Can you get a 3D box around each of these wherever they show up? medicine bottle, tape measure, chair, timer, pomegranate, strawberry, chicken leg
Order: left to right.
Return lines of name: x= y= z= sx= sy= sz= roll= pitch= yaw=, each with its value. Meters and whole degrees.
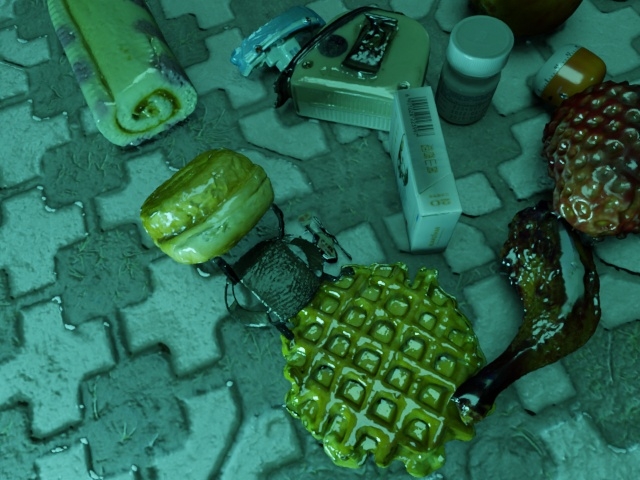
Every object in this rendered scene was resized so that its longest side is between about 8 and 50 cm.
chair: x=-0.070 y=0.052 z=0.700 sx=0.149 sy=0.213 sz=0.174 roll=44 pitch=75 yaw=-3
tape measure: x=0.067 y=-0.343 z=0.877 sx=0.271 sy=0.133 sz=0.231 roll=11 pitch=69 yaw=11
medicine bottle: x=0.265 y=-0.295 z=0.818 sx=0.105 sy=0.168 sz=0.104 roll=-1 pitch=67 yaw=3
chicken leg: x=0.315 y=0.092 z=0.666 sx=0.158 sy=0.095 sz=0.407 roll=27 pitch=62 yaw=15
pomegranate: x=0.409 y=-0.528 z=0.861 sx=0.271 sy=0.252 sz=0.229 roll=-35 pitch=50 yaw=11
timer: x=0.464 y=-0.288 z=0.842 sx=0.136 sy=0.099 sz=0.136 roll=2 pitch=70 yaw=-5
strawberry: x=0.465 y=-0.148 z=0.718 sx=0.280 sy=0.150 sz=0.253 roll=-15 pitch=59 yaw=-24

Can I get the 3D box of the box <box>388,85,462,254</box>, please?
box: x=0.164 y=-0.111 z=0.758 sx=0.067 sy=0.149 sz=0.233 roll=-8 pitch=67 yaw=4

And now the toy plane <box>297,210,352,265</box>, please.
toy plane: x=0.000 y=0.000 z=0.788 sx=0.049 sy=0.031 sz=0.120 roll=-37 pitch=72 yaw=-17

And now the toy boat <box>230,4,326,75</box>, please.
toy boat: x=-0.074 y=-0.393 z=0.943 sx=0.215 sy=0.088 sz=0.102 roll=-41 pitch=104 yaw=-13

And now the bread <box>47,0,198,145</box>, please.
bread: x=-0.388 y=-0.362 z=0.902 sx=0.187 sy=0.155 sz=0.338 roll=-31 pitch=71 yaw=0

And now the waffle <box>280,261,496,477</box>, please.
waffle: x=0.088 y=0.177 z=0.685 sx=0.302 sy=0.068 sz=0.324 roll=-15 pitch=61 yaw=-4

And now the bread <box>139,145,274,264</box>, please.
bread: x=-0.178 y=-0.056 z=0.729 sx=0.198 sy=0.120 sz=0.236 roll=-43 pitch=27 yaw=-16
